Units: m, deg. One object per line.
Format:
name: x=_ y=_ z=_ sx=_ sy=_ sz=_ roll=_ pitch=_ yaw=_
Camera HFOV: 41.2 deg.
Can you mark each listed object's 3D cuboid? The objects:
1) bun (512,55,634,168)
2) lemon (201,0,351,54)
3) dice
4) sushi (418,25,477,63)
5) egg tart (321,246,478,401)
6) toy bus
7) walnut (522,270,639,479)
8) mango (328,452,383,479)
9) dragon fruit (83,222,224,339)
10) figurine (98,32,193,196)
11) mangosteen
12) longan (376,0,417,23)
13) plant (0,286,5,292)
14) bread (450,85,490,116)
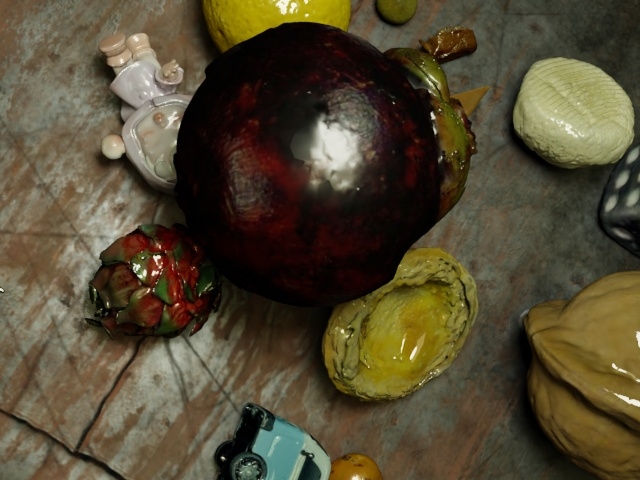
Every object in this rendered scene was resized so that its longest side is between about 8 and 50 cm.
bun: x=0.433 y=-0.209 z=1.469 sx=0.220 sy=0.134 sz=0.220 roll=9 pitch=53 yaw=-12
lemon: x=-0.065 y=-0.358 z=1.310 sx=0.228 sy=0.228 sz=0.253 roll=-22 pitch=92 yaw=-16
dice: x=0.611 y=-0.070 z=1.473 sx=0.183 sy=0.181 sz=0.182 roll=33 pitch=76 yaw=-11
sushi: x=0.221 y=-0.341 z=1.471 sx=0.120 sy=0.052 sz=0.055 roll=-20 pitch=88 yaw=-17
egg tart: x=0.117 y=0.122 z=1.318 sx=0.288 sy=0.118 sz=0.288 roll=-15 pitch=120 yaw=-26
toy bus: x=-0.087 y=0.394 z=1.257 sx=0.165 sy=0.133 sz=0.271 roll=25 pitch=80 yaw=-16
walnut: x=0.516 y=0.225 z=1.343 sx=0.384 sy=0.383 sz=0.383 roll=2 pitch=82 yaw=-15
mango: x=0.047 y=0.411 z=1.314 sx=0.105 sy=0.084 sz=0.159 roll=-1 pitch=83 yaw=-9
dragon fruit: x=-0.240 y=0.061 z=1.242 sx=0.189 sy=0.182 sz=0.182 roll=2 pitch=82 yaw=-24
figurine: x=-0.243 y=-0.188 z=1.292 sx=0.200 sy=0.133 sz=0.276 roll=-26 pitch=85 yaw=-4
mangosteen: x=0.001 y=-0.118 z=1.147 sx=0.381 sy=0.381 sz=0.421 roll=46 pitch=60 yaw=-5
longan: x=0.133 y=-0.408 z=1.455 sx=0.083 sy=0.075 sz=0.075 roll=-18 pitch=87 yaw=-58
plant: x=-0.601 y=0.052 z=1.151 sx=0.251 sy=0.180 sz=0.333 roll=-37 pitch=90 yaw=-27
bread: x=0.231 y=-0.203 z=1.447 sx=0.139 sy=0.074 sz=0.084 roll=-19 pitch=88 yaw=-18
